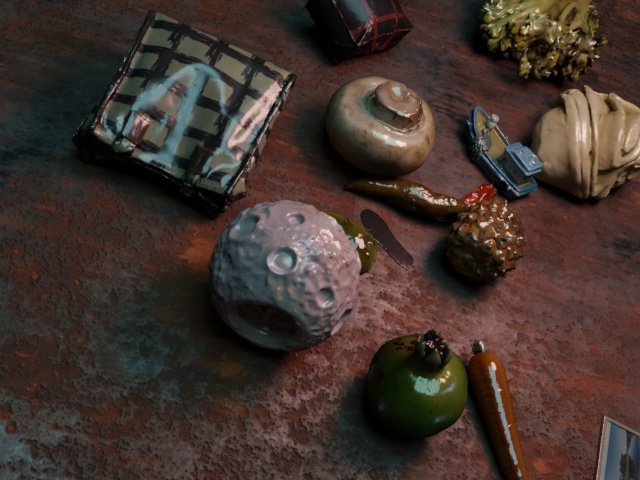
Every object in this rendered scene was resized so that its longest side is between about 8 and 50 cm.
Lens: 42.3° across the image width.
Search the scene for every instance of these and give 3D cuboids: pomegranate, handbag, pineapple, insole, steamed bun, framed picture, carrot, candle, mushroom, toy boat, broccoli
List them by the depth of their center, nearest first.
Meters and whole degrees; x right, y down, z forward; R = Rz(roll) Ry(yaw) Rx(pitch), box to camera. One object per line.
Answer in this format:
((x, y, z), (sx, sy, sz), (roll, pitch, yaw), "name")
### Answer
((0.169, 0.244, 1.393), (0.179, 0.210, 0.179), (2, 78, -10), "pomegranate")
((0.325, 0.336, 1.491), (0.069, 0.069, 0.336), (0, 64, -23), "carrot")
((0.573, 0.417, 1.563), (0.109, 0.011, 0.149), (27, 51, -4), "framed picture")
((-0.250, -0.241, 1.581), (0.325, 0.162, 0.327), (24, 57, -3), "handbag")
((0.345, -0.008, 1.673), (0.166, 0.166, 0.193), (39, 52, 6), "pineapple")
((0.134, -0.005, 1.676), (0.053, 0.002, 0.153), (-32, 73, -36), "insole")
((0.128, -0.247, 1.731), (0.255, 0.184, 0.255), (5, 58, -8), "mushroom")
((0.313, -0.081, 1.773), (0.162, 0.053, 0.048), (-31, 103, -29), "candle")
((0.408, -0.209, 1.875), (0.109, 0.098, 0.238), (-19, 65, -35), "toy boat")
((0.093, -0.511, 1.916), (0.215, 0.155, 0.169), (-25, 83, -36), "handbag")
((0.636, -0.244, 1.926), (0.289, 0.203, 0.276), (11, 54, -15), "steamed bun")
((0.566, -0.555, 2.113), (0.334, 0.272, 0.324), (36, 90, -5), "broccoli")

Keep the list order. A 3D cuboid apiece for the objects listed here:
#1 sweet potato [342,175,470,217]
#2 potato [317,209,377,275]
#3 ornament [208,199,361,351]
((0.181, -0.092, 1.718), (0.274, 0.067, 0.067), (13, 52, -1), "sweet potato")
((0.000, 0.000, 1.561), (0.225, 0.090, 0.117), (18, 58, -2), "potato")
((-0.059, 0.051, 1.392), (0.259, 0.259, 0.225), (25, 55, -5), "ornament")
